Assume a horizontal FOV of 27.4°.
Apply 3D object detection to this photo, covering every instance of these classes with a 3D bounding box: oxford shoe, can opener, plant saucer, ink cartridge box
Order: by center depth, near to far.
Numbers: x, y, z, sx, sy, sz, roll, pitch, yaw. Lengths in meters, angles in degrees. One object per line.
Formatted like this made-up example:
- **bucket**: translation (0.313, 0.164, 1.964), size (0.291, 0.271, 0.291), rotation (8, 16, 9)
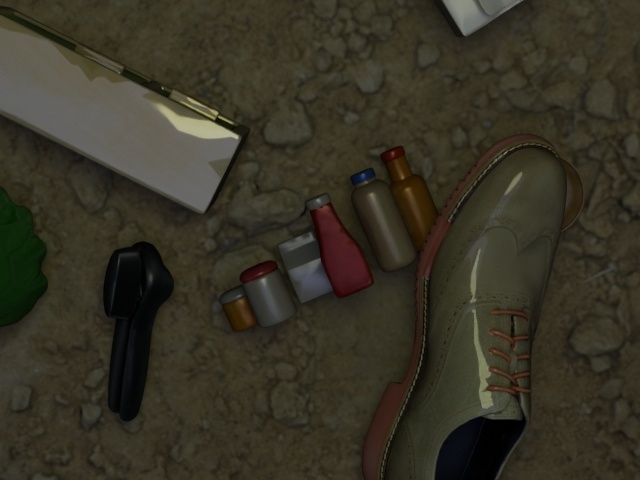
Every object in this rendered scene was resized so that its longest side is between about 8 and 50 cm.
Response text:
- **ink cartridge box**: translation (0.143, -0.248, 1.204), size (0.090, 0.143, 0.092), rotation (-32, 97, 6)
- **oxford shoe**: translation (0.165, 0.100, 1.237), size (0.140, 0.146, 0.397), rotation (6, 107, -28)
- **plant saucer**: translation (0.219, -0.046, 1.299), size (0.083, 0.015, 0.083), rotation (0, 100, 2)
- **can opener**: translation (-0.190, 0.090, 1.315), size (0.073, 0.059, 0.186), rotation (0, 111, -25)

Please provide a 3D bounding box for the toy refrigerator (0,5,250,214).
- **toy refrigerator**: translation (-0.206, -0.130, 1.255), size (0.269, 0.102, 0.094), rotation (27, 99, -2)

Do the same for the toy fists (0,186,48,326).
- **toy fists**: translation (-0.378, -0.031, 1.259), size (0.279, 0.142, 0.096), rotation (47, 129, -5)

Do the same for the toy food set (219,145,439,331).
- **toy food set**: translation (0.000, 0.000, 1.265), size (0.232, 0.111, 0.105), rotation (-23, 96, 3)
